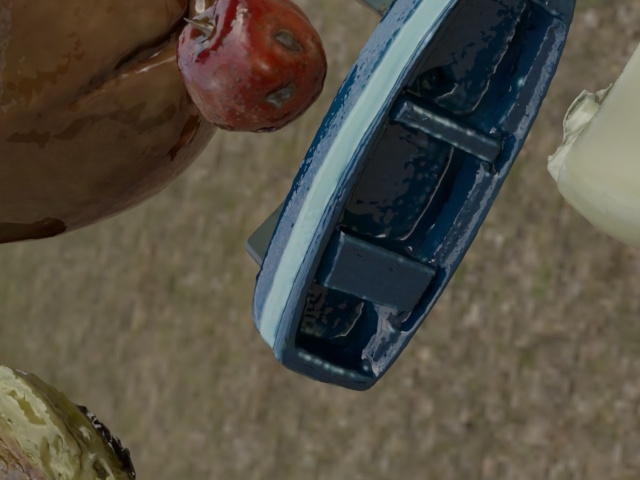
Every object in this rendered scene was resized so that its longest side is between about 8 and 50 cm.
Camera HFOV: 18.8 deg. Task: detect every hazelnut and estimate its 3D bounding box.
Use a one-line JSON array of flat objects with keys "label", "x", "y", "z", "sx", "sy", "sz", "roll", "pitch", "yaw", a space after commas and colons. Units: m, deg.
[{"label": "hazelnut", "x": -0.248, "y": -0.166, "z": 1.571, "sx": 0.315, "sy": 0.372, "sz": 0.372, "roll": -40, "pitch": 30, "yaw": 15}]

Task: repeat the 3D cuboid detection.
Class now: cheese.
[{"label": "cheese", "x": 0.314, "y": -0.113, "z": 1.596, "sx": 0.233, "sy": 0.127, "sz": 0.266, "roll": 39, "pitch": 98, "yaw": 29}]

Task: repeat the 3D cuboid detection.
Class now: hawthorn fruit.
[{"label": "hawthorn fruit", "x": -0.042, "y": -0.108, "z": 1.125, "sx": 0.093, "sy": 0.093, "sz": 0.093, "roll": -170, "pitch": 90, "yaw": -74}]

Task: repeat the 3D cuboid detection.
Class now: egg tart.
[{"label": "egg tart", "x": -0.283, "y": 0.264, "z": 1.885, "sx": 0.352, "sy": 0.150, "sz": 0.352, "roll": 17, "pitch": 117, "yaw": 38}]

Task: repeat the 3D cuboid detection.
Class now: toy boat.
[{"label": "toy boat", "x": 0.056, "y": -0.065, "z": 1.023, "sx": 0.299, "sy": 0.096, "sz": 0.062, "roll": -62, "pitch": 35, "yaw": 8}]

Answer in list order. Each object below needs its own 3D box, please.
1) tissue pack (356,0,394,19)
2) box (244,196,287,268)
[{"label": "tissue pack", "x": 0.031, "y": -0.235, "z": 1.604, "sx": 0.059, "sy": 0.094, "sz": 0.074, "roll": -47, "pitch": 59, "yaw": 7}, {"label": "box", "x": 0.000, "y": 0.000, "z": 1.606, "sx": 0.122, "sy": 0.084, "sz": 0.069, "roll": -47, "pitch": 60, "yaw": 0}]
